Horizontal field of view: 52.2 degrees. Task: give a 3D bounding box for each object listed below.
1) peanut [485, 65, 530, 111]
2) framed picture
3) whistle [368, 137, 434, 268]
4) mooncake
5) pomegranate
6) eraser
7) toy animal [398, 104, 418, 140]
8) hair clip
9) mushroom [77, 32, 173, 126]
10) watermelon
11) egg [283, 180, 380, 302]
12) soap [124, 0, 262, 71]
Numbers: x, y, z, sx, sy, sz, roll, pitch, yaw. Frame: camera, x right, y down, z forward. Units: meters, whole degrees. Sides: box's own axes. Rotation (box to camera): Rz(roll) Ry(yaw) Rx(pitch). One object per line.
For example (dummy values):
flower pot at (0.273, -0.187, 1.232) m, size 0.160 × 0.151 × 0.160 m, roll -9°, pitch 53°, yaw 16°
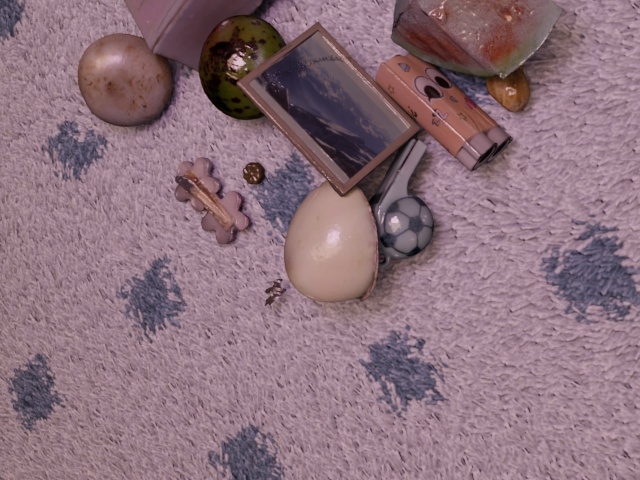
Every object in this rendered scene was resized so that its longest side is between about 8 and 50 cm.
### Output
peanut at (0.394, -0.366, 1.396) m, size 0.089 × 0.089 × 0.193 m, roll -9°, pitch 83°, yaw 21°
framed picture at (0.020, -0.289, 1.415) m, size 0.247 × 0.022 × 0.335 m, roll -41°, pitch 85°, yaw -18°
whistle at (0.190, -0.064, 1.450) m, size 0.163 × 0.163 × 0.290 m, roll 26°, pitch 80°, yaw 19°
mooncake at (-0.140, -0.019, 1.625) m, size 0.150 × 0.057 × 0.347 m, roll -34°, pitch 72°, yaw 31°
pomegranate at (-0.133, -0.395, 1.544) m, size 0.305 × 0.242 × 0.243 m, roll 8°, pitch 95°, yaw -22°
eraser at (0.264, -0.282, 1.409) m, size 0.290 × 0.171 × 0.087 m, roll 47°, pitch 133°, yaw 14°
toy animal at (0.129, -0.319, 1.507) m, size 0.079 × 0.070 × 0.253 m, roll -45°, pitch 72°, yaw -1°
hair clip at (-0.284, -0.106, 1.669) m, size 0.257 × 0.075 × 0.146 m, roll 44°, pitch 107°, yaw 8°
mushroom at (-0.506, -0.428, 1.693) m, size 0.243 × 0.243 × 0.244 m, roll 0°, pitch 91°, yaw 21°
watermelon at (0.264, -0.489, 1.299) m, size 0.387 × 0.258 × 0.228 m, roll 40°, pitch 93°, yaw 32°
egg at (0.002, 0.000, 1.444) m, size 0.264 × 0.174 × 0.287 m, roll 150°, pitch 113°, yaw -62°
soap at (-0.337, -0.688, 1.571) m, size 0.350 × 0.213 × 0.435 m, roll -39°, pitch 72°, yaw 31°
